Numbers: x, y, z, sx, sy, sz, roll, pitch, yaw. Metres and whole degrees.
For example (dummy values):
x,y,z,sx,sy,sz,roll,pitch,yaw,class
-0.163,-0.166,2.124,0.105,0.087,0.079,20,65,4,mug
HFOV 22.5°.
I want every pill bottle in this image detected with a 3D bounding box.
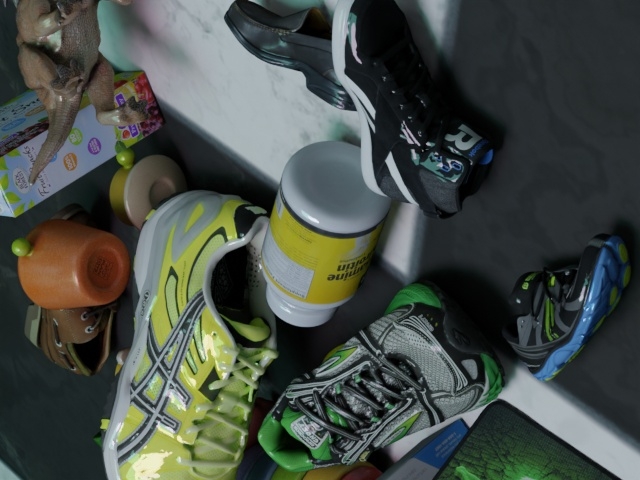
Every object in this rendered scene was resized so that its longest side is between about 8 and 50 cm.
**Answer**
x,y,z,sx,sy,sz,roll,pitch,yaw,class
0.000,0.000,1.502,0.103,0.103,0.184,43,146,19,pill bottle

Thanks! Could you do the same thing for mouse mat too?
x,y,z,sx,sy,sz,roll,pitch,yaw,class
0.186,0.250,1.461,0.190,0.152,0.007,33,173,29,mouse mat

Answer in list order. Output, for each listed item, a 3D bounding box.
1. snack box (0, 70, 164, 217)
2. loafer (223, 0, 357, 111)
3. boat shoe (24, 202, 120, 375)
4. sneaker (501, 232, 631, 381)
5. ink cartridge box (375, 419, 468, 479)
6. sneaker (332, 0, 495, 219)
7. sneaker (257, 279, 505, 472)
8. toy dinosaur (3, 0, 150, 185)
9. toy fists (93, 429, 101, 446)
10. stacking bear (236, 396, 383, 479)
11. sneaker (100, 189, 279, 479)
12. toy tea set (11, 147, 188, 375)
x,y,z,sx,sy,sz,roll,pitch,yaw,class
-0.298,-0.105,1.693,0.174,0.207,0.070,7,124,50,snack box
-0.013,-0.178,1.411,0.170,0.062,0.061,33,119,25,loafer
-0.287,0.064,1.940,0.104,0.111,0.307,41,155,14,boat shoe
0.196,0.052,1.329,0.078,0.067,0.188,41,148,10,sneaker
0.132,0.294,1.563,0.190,0.139,0.082,52,146,4,ink cartridge box
0.087,-0.113,1.322,0.121,0.079,0.217,23,144,35,sneaker
0.054,0.152,1.531,0.134,0.146,0.343,52,147,4,sneaker
-0.261,-0.210,1.576,0.200,0.127,0.295,18,107,46,toy dinosaur
-0.189,0.279,2.005,0.142,0.096,0.279,57,146,-5,toy fists
0.013,0.289,1.709,0.289,0.175,0.164,6,122,41,stacking bear
-0.122,0.138,1.615,0.147,0.145,0.384,-2,86,52,sneaker
-0.199,0.072,1.742,0.124,0.200,0.336,4,127,43,toy tea set
